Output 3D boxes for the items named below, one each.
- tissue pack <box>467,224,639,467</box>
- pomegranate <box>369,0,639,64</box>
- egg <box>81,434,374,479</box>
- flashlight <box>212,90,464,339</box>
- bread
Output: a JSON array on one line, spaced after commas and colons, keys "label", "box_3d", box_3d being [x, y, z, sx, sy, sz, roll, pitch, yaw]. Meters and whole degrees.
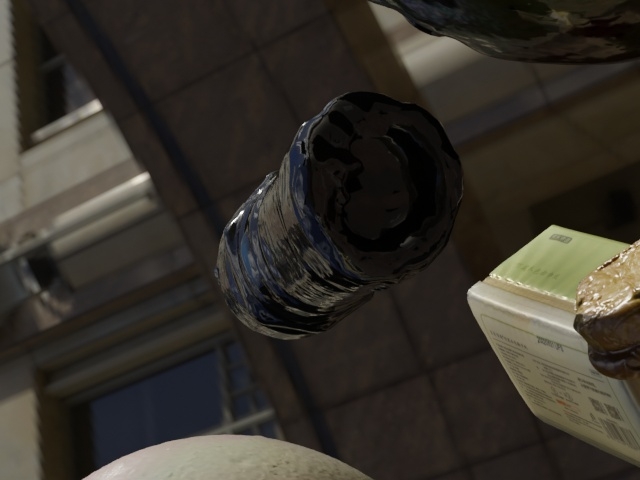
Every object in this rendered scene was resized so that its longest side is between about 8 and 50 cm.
[{"label": "tissue pack", "box_3d": [0.249, 0.092, 1.396, 0.159, 0.125, 0.234, 56, 166, -20]}, {"label": "pomegranate", "box_3d": [0.104, -0.238, 0.763, 0.291, 0.291, 0.323, -60, -15, -56]}, {"label": "egg", "box_3d": [-0.107, 0.314, 1.280, 0.340, 0.355, 0.354, 23, -129, -52]}, {"label": "flashlight", "box_3d": [0.000, 0.000, 0.927, 0.424, 0.103, 0.103, 140, 108, -81]}, {"label": "bread", "box_3d": [0.165, 0.031, 0.856, 0.046, 0.083, 0.081, 42, 171, -18]}]
